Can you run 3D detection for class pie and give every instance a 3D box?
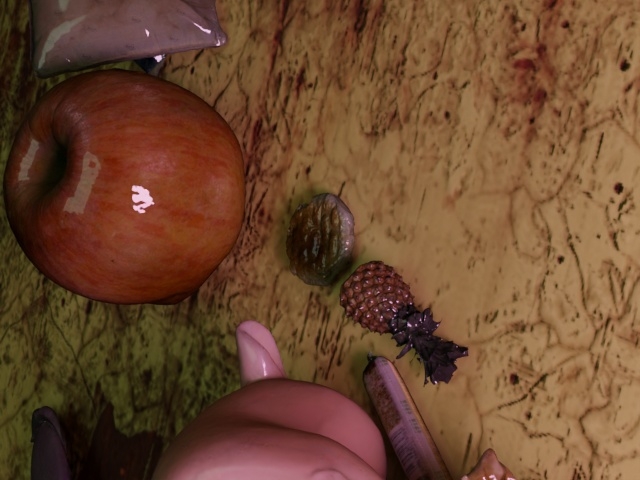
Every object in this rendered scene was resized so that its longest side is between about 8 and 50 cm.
[{"bbox_3d":[0.000,0.000,1.616,0.084,0.020,0.084,-9,79,51],"label":"pie"}]

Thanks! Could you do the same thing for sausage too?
[{"bbox_3d":[0.088,0.192,1.474,0.033,0.033,0.269,-51,49,34],"label":"sausage"}]

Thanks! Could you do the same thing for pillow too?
[{"bbox_3d":[-0.198,-0.304,1.808,0.185,0.075,0.302,-11,71,4],"label":"pillow"}]

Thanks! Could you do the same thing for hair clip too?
[{"bbox_3d":[-0.236,0.315,1.830,0.096,0.110,0.358,-28,51,0],"label":"hair clip"}]

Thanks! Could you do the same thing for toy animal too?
[{"bbox_3d":[-0.021,0.200,1.475,0.213,0.256,0.195,21,101,5],"label":"toy animal"}]

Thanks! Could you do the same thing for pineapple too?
[{"bbox_3d":[0.071,0.066,1.508,0.124,0.058,0.058,39,116,30],"label":"pineapple"}]

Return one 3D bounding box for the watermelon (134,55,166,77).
[{"bbox_3d":[-0.182,-0.232,1.853,0.101,0.080,0.155,-26,57,7],"label":"watermelon"}]

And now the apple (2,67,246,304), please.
[{"bbox_3d":[-0.173,-0.047,1.705,0.211,0.188,0.211,-11,75,46],"label":"apple"}]

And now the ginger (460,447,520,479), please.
[{"bbox_3d":[0.133,0.281,1.323,0.152,0.138,0.267,5,89,40],"label":"ginger"}]
